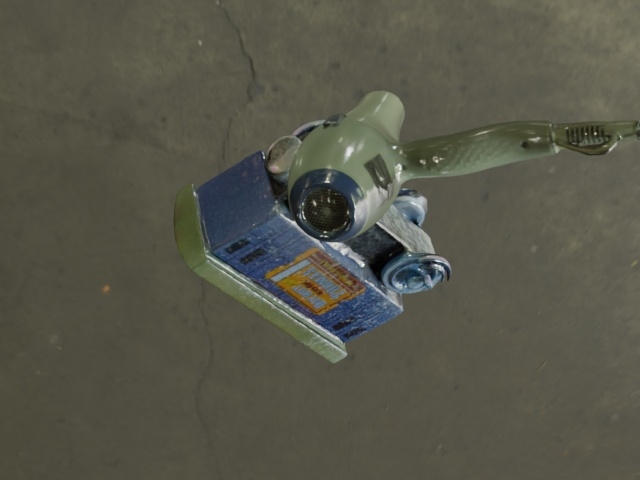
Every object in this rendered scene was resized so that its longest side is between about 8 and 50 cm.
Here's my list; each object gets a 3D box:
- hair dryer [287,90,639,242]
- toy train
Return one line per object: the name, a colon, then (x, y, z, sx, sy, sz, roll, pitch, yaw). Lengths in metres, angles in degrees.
hair dryer: (0.078, -0.066, 0.638, 0.199, 0.167, 0.067, -15, 114, 6)
toy train: (0.000, 0.000, 1.149, 0.202, 0.300, 0.131, -30, 49, 20)
